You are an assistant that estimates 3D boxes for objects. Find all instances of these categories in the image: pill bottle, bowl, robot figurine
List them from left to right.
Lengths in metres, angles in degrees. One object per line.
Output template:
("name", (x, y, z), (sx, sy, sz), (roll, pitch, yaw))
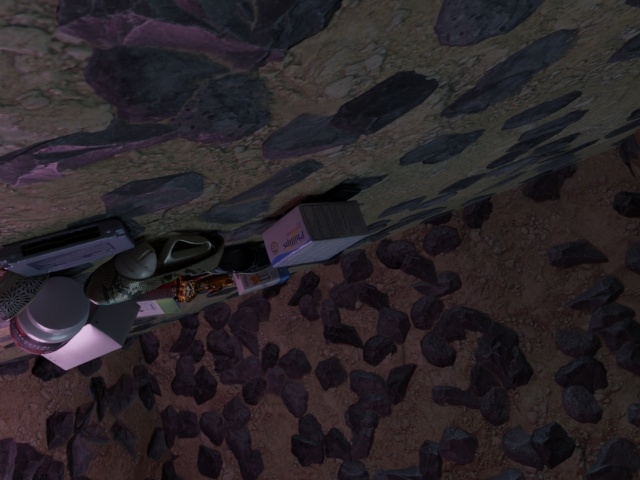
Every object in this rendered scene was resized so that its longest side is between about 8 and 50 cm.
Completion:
("bowl", (-0.851, 0.131, 1.320), (0.170, 0.170, 0.080), (-26, 124, 20))
("pill bottle", (-0.900, 0.249, 1.584), (0.210, 0.210, 0.363), (-11, 167, -40))
("robot figurine", (-0.507, 0.167, 2.051), (0.291, 0.085, 0.211), (-21, 132, -41))

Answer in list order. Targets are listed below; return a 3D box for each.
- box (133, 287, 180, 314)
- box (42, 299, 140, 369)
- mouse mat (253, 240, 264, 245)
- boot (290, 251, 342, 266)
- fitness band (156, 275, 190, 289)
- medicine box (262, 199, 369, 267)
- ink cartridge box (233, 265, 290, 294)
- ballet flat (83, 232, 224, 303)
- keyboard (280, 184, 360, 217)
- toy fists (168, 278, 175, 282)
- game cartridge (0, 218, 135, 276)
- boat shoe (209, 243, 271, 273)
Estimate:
("box", (-0.813, 0.287, 2.141), (0.321, 0.059, 0.232), (-4, 157, -10))
("box", (-0.938, 0.350, 1.918), (0.345, 0.215, 0.168), (-23, 125, 23))
("mouse mat", (-0.296, 0.036, 2.204), (0.189, 0.007, 0.152), (-23, 170, 18))
("boot", (-0.002, 0.001, 2.238), (0.366, 0.146, 0.445), (-18, 167, -16))
("fitness band", (-0.660, 0.172, 2.129), (0.208, 0.054, 0.291), (-18, 170, 6))
("medicine box", (-0.019, -0.024, 1.760), (0.289, 0.149, 0.263), (-6, 162, -41))
("ink cartridge box", (-0.293, 0.140, 2.260), (0.232, 0.171, 0.168), (-17, 171, -19))
("ballet flat", (-0.513, 0.057, 1.536), (0.482, 0.164, 0.182), (-18, 151, -47))
("keyboard", (-0.022, -0.126, 1.740), (0.317, 0.033, 0.201), (-30, 163, 37))
("toy fists", (-0.629, 0.121, 1.758), (0.142, 0.096, 0.279), (-12, 175, 21))
("game cartridge", (-0.657, 0.023, 1.260), (0.294, 0.060, 0.196), (-17, 167, -15))
("boat shoe", (-0.319, 0.077, 2.028), (0.340, 0.127, 0.113), (-1, 172, -33))
